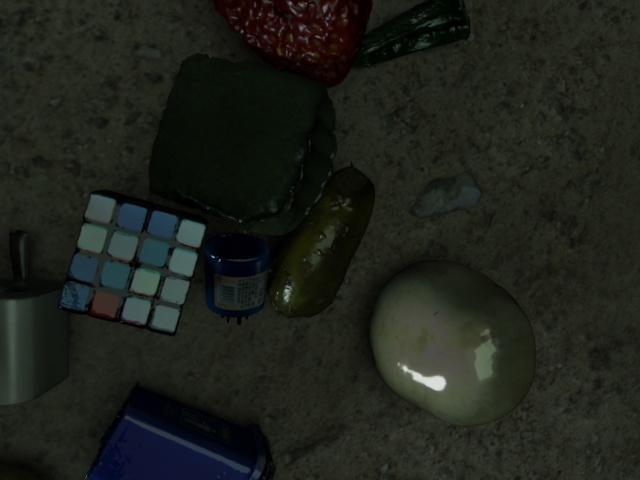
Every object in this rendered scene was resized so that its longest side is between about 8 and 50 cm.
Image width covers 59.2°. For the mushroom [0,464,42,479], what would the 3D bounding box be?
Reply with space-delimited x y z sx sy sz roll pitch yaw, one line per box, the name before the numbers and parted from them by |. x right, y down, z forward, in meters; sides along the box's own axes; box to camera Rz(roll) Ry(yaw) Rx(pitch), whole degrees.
mushroom | -0.449 0.389 0.761 0.166 0.127 0.166 0 90 -12

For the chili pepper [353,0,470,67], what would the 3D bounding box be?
chili pepper | 0.121 -0.328 0.888 0.226 0.059 0.088 -21 97 -9

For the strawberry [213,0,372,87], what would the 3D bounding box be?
strawberry | -0.042 -0.392 0.750 0.292 0.292 0.343 -33 127 -10

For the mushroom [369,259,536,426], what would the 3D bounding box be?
mushroom | 0.212 0.155 0.896 0.234 0.254 0.260 0 73 -57

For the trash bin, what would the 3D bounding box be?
trash bin | -0.202 0.330 0.814 0.234 0.162 0.184 31 87 -11

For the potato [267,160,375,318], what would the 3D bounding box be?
potato | 0.000 0.000 0.837 0.113 0.149 0.251 23 93 5

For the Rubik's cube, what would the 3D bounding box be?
Rubik's cube | -0.246 0.023 0.764 0.151 0.154 0.155 17 90 -16

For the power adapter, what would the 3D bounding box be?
power adapter | -0.407 0.090 0.730 0.125 0.130 0.205 2 94 4

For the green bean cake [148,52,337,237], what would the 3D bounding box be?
green bean cake | -0.101 -0.122 0.765 0.227 0.125 0.223 17 85 18

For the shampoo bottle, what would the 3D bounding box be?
shampoo bottle | -0.119 0.061 0.799 0.087 0.183 0.050 2 53 -8
